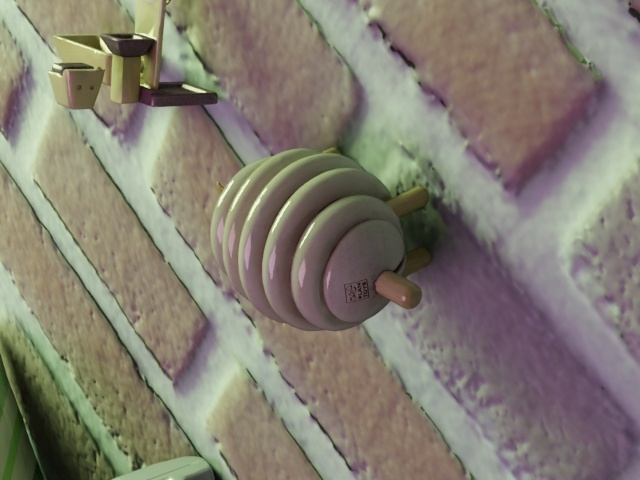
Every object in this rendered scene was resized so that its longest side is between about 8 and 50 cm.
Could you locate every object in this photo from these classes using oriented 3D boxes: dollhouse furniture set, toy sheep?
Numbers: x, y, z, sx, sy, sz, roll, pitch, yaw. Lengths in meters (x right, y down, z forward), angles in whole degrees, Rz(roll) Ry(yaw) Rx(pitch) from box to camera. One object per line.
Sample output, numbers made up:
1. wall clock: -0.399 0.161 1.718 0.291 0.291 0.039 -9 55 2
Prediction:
1. dollhouse furniture set: -0.119 -0.121 0.807 0.114 0.091 0.081 23 114 49
2. toy sheep: 0.000 0.000 0.702 0.132 0.091 0.091 23 128 45

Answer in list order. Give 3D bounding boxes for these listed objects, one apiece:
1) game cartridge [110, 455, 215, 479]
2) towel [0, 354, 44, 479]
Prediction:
1. game cartridge: -0.185 0.270 0.953 0.060 0.294 0.196 -153 48 -67
2. towel: -0.215 0.246 1.095 0.248 0.038 0.325 -107 2 -72
